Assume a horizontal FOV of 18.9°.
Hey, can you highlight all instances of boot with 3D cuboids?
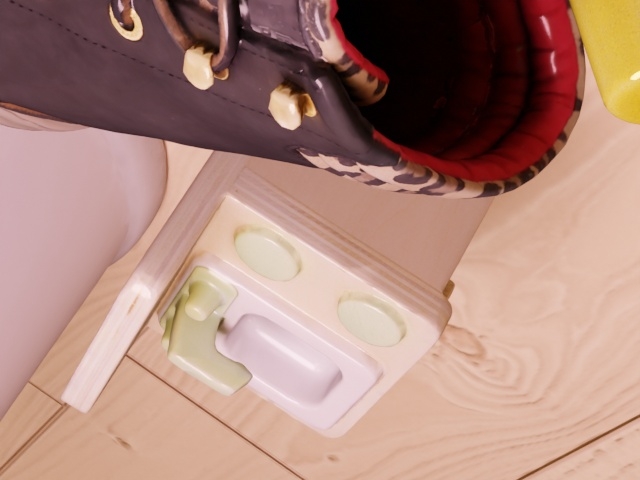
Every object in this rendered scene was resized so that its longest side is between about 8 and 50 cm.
[{"bbox_3d":[-0.097,-0.116,0.674,0.284,0.138,0.377,12,168,35],"label":"boot"}]

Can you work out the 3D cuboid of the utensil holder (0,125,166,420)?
[{"bbox_3d":[-0.320,0.030,1.098,0.328,0.385,0.327,21,146,15],"label":"utensil holder"}]

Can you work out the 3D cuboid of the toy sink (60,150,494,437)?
[{"bbox_3d":[0.000,0.000,0.930,0.131,0.234,0.153,33,147,-2],"label":"toy sink"}]

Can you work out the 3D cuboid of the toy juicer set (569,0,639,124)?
[{"bbox_3d":[0.261,-0.087,0.715,0.329,0.089,0.209,15,151,-42],"label":"toy juicer set"}]
